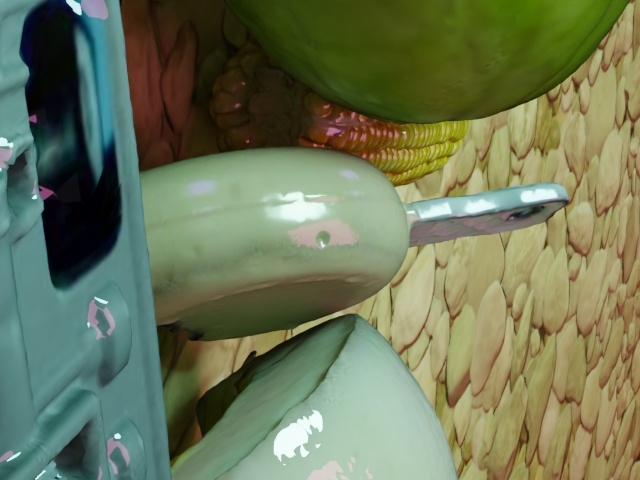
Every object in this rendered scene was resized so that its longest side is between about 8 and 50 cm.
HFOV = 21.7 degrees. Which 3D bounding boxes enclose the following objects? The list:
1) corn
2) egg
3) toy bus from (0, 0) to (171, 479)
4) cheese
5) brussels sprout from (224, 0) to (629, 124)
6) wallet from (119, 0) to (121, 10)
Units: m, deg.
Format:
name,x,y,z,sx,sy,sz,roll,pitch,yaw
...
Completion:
name,x,y,z,sx,sy,sz,roll,pitch,yaw
corn,0.020,-0.074,0.978,0.244,0.093,0.093,-7,106,-65
egg,-0.017,0.160,0.829,0.162,0.206,0.271,53,27,-6
toy bus,-0.159,0.054,0.498,0.183,0.199,0.343,-47,141,-55
cheese,0.007,-0.006,0.838,0.163,0.249,0.070,74,3,-75
brussels sprout,0.053,-0.224,0.812,0.344,0.268,0.344,11,90,-89
wallet,-0.152,-0.076,0.674,0.244,0.025,0.124,-15,114,-66
